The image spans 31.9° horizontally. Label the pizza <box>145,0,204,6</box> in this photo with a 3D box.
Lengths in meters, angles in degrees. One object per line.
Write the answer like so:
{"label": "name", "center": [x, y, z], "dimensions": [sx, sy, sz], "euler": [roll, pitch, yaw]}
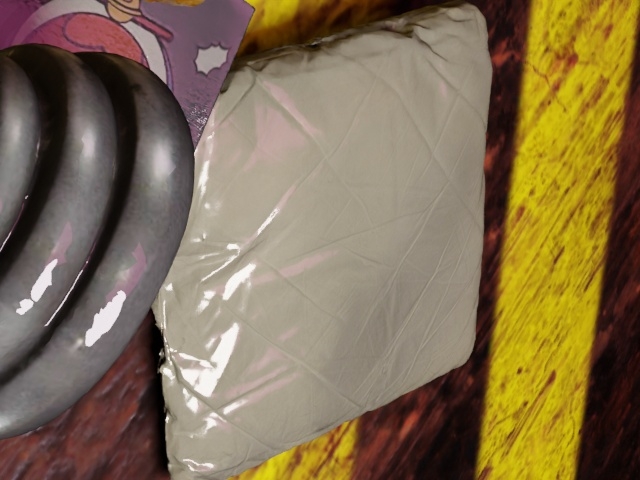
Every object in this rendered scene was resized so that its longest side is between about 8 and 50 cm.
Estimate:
{"label": "pizza", "center": [-0.118, -0.155, 0.472], "dimensions": [0.199, 0.188, 0.062], "euler": [22, 60, -51]}

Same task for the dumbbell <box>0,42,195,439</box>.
{"label": "dumbbell", "center": [-0.213, -0.056, 0.386], "dimensions": [0.406, 0.179, 0.179], "euler": [32, 79, -41]}

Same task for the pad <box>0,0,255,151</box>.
{"label": "pad", "center": [-0.157, -0.097, 0.547], "dimensions": [0.245, 0.006, 0.170], "euler": [27, 83, -35]}

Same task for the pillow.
{"label": "pillow", "center": [0.001, -0.002, 0.738], "dimensions": [0.274, 0.076, 0.281], "euler": [-20, 119, -33]}
